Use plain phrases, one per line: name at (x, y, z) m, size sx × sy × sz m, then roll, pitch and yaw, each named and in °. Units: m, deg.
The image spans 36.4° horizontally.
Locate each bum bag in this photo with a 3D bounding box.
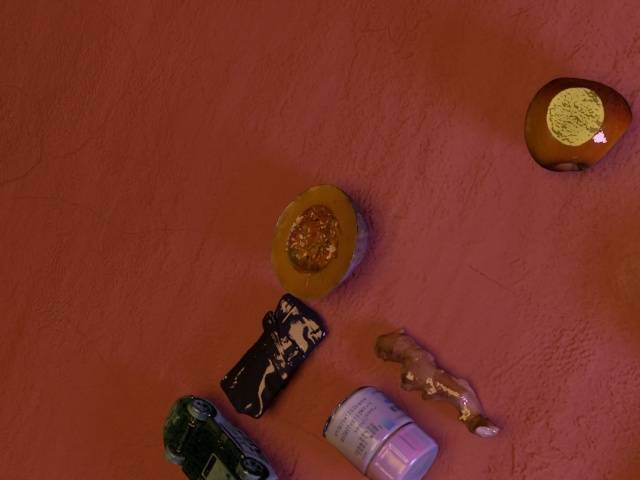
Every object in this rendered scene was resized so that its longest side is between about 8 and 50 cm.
bum bag at (-0.092, 0.227, 1.883) m, size 0.123 × 0.060 × 0.248 m, roll 42°, pitch 104°, yaw 25°

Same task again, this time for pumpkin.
pumpkin at (0.016, 0.005, 1.822) m, size 0.217 × 0.110 × 0.218 m, roll -7°, pitch 80°, yaw 42°

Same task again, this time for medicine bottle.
medicine bottle at (0.107, 0.354, 1.714) m, size 0.168 × 0.135 × 0.135 m, roll 40°, pitch 105°, yaw 27°

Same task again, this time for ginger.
ginger at (0.199, 0.254, 1.706) m, size 0.089 × 0.075 × 0.288 m, roll -44°, pitch 59°, yaw -6°

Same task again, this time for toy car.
toy car at (-0.185, 0.426, 1.882) m, size 0.306 × 0.125 × 0.136 m, roll 41°, pitch 111°, yaw 38°

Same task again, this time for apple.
apple at (0.412, -0.181, 1.577) m, size 0.163 × 0.146 × 0.147 m, roll 18°, pitch 89°, yaw 16°
